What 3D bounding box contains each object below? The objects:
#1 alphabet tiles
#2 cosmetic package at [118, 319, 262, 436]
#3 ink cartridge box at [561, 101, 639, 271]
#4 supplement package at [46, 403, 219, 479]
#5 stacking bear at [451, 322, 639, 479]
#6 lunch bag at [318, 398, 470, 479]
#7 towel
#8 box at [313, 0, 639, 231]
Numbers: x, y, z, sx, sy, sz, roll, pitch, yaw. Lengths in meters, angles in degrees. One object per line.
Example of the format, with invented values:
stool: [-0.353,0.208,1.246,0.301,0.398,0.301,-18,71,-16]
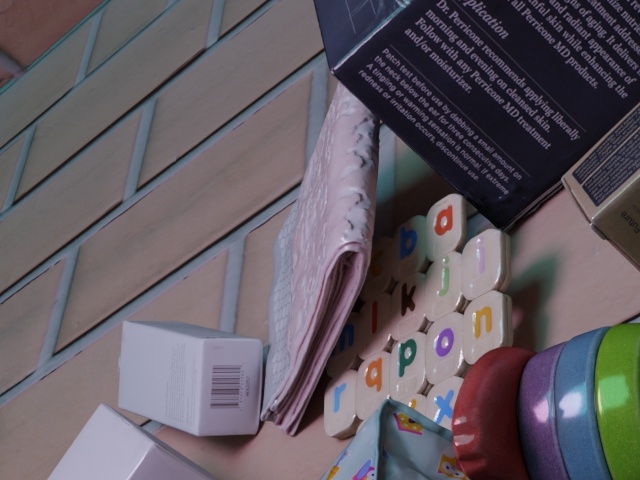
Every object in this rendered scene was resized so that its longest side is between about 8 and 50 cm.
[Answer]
alphabet tiles: [0.096,0.101,1.538,0.284,0.021,0.278,-34,45,45]
cosmetic package: [-0.161,0.163,1.803,0.231,0.085,0.117,8,94,60]
ink cartridge box: [0.337,-0.028,1.167,0.193,0.235,0.088,-43,27,13]
supplement package: [-0.229,0.357,1.612,0.293,0.175,0.177,-55,26,-8]
stacking bear: [0.273,0.136,1.130,0.289,0.175,0.164,-12,32,29]
lunch bag: [0.053,0.303,1.229,0.223,0.160,0.262,-56,17,32]
towel: [0.000,0.000,1.682,0.332,0.053,0.317,-87,15,-47]
box: [0.245,-0.353,1.646,0.472,0.297,0.480,-39,29,18]
